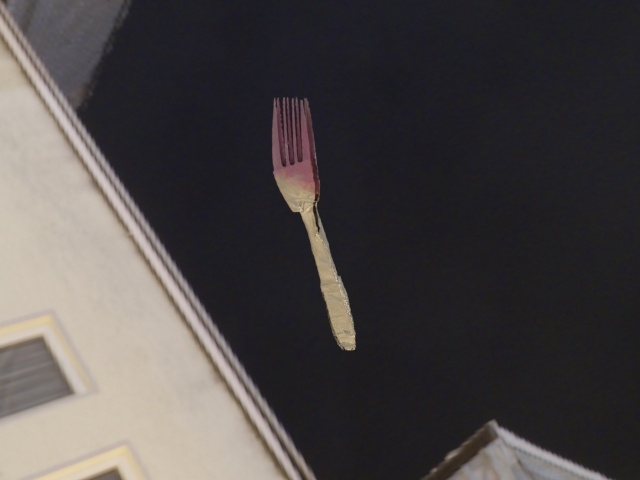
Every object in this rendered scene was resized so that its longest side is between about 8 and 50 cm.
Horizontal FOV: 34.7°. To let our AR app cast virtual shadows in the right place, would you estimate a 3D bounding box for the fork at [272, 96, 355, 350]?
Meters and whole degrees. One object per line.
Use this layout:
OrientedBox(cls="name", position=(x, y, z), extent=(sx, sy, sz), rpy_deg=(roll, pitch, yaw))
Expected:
OrientedBox(cls="fork", position=(0.000, 0.001, 0.359), extent=(0.016, 0.012, 0.115), rpy_deg=(11, -45, 26))
